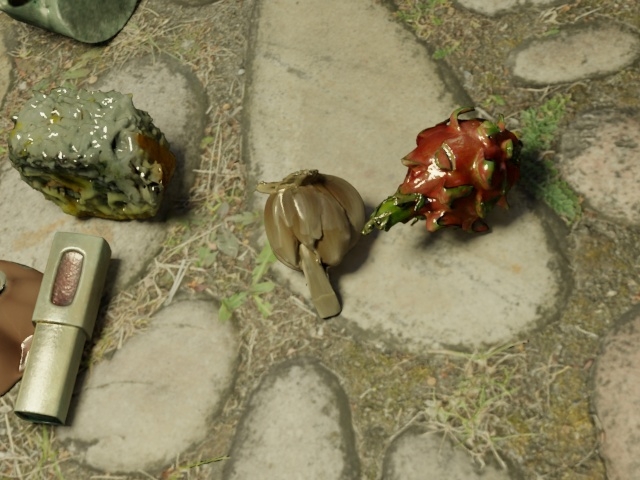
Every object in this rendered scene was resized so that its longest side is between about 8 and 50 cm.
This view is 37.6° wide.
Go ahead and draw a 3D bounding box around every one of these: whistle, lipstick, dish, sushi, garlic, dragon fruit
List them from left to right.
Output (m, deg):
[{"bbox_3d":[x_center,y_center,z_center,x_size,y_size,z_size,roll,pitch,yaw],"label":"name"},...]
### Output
[{"bbox_3d":[-0.476,0.108,1.310,0.213,0.090,0.213,-8,58,14],"label":"dish"},{"bbox_3d":[-0.349,0.118,1.268,0.078,0.077,0.253,9,67,1],"label":"lipstick"},{"bbox_3d":[-0.387,-0.495,1.570,0.168,0.188,0.405,21,69,27],"label":"whistle"},{"bbox_3d":[-0.316,-0.119,1.333,0.274,0.184,0.140,5,64,19],"label":"sushi"},{"bbox_3d":[0.000,0.000,1.218,0.131,0.127,0.194,-24,82,25],"label":"garlic"},{"bbox_3d":[0.153,-0.068,1.183,0.236,0.137,0.135,-41,54,-5],"label":"dragon fruit"}]
